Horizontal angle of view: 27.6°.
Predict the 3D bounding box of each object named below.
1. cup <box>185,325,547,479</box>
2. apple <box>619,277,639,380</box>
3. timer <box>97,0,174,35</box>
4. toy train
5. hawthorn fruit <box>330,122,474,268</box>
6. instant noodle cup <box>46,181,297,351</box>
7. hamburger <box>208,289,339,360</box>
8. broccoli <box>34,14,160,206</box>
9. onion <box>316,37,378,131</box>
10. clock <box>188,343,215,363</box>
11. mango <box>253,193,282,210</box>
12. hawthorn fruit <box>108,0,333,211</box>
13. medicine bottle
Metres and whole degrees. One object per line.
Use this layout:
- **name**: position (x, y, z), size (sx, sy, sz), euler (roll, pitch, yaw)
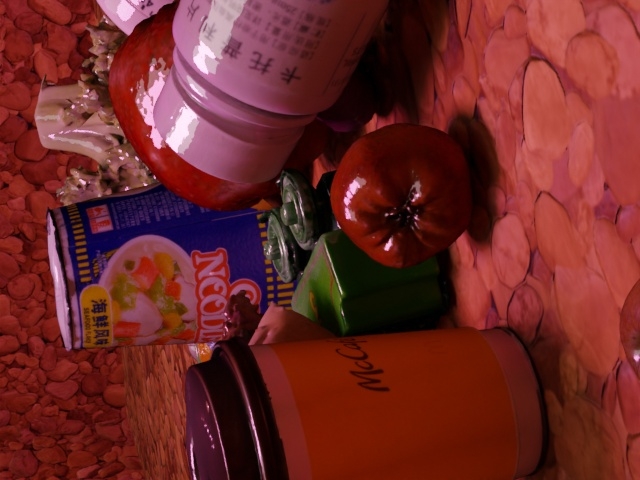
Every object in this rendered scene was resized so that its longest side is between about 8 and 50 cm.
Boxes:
- **cup**: position (0.032, 0.158, 1.066), size (0.196, 0.280, 0.196), euler (170, 90, -76)
- **apple**: position (0.214, 0.051, 0.752), size (0.084, 0.071, 0.084), euler (166, 90, -81)
- **timer**: position (-0.179, -0.308, 1.614), size (0.240, 0.233, 0.233), euler (-50, 47, 38)
- **toy train**: position (0.031, 0.023, 1.283), size (0.243, 0.132, 0.188), euler (113, 140, -67)
- **hawthorn fruit**: position (0.075, -0.041, 1.120), size (0.140, 0.125, 0.125), euler (-5, -95, -73)
- **instant noodle cup**: position (-0.203, 0.029, 1.765), size (0.284, 0.312, 0.284), euler (171, 90, -74)
- **hamburger**: position (-0.002, 0.209, 1.225), size (0.155, 0.282, 0.245), euler (-33, 31, 49)
- **broccoli**: position (-0.269, -0.170, 1.936), size (0.338, 0.317, 0.277), euler (54, -151, -16)
- **onion**: position (0.015, -0.165, 1.301), size (0.115, 0.104, 0.115), euler (47, -178, -2)
- **clock**: position (-0.149, 0.107, 1.976), size (0.144, 0.103, 0.231), euler (149, 132, -65)
- **mango**: position (-0.069, -0.134, 1.608), size (0.130, 0.092, 0.194), euler (-124, 34, -60)
- **hawthorn fruit**: position (-0.083, -0.139, 1.441), size (0.300, 0.254, 0.254), euler (56, 168, -12)
- **medicine bottle**: position (-0.037, -0.204, 1.153), size (0.293, 0.170, 0.170), euler (-60, 37, 33)
